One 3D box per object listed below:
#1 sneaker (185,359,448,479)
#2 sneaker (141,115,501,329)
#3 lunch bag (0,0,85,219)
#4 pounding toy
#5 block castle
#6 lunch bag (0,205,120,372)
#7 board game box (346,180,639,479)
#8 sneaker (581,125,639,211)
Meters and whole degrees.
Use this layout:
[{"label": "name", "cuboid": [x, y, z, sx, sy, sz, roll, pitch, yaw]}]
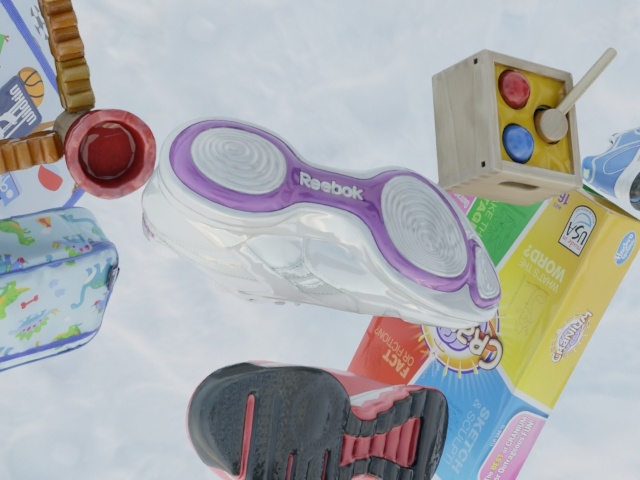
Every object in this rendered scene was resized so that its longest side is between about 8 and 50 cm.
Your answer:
[{"label": "sneaker", "cuboid": [-0.024, 0.159, 1.093, 0.136, 0.314, 0.116, 9, 85, 38]}, {"label": "sneaker", "cuboid": [0.000, 0.000, 1.050, 0.305, 0.152, 0.114, 22, 54, -14]}, {"label": "lunch bag", "cuboid": [-0.437, -0.187, 1.607, 0.239, 0.385, 0.328, -18, 125, 8]}, {"label": "pounding toy", "cuboid": [0.186, -0.109, 1.156, 0.141, 0.100, 0.130, 8, 72, -35]}, {"label": "block castle", "cuboid": [-0.394, -0.143, 1.146, 0.453, 0.213, 0.303, -16, 109, -19]}, {"label": "lunch bag", "cuboid": [-0.325, 0.061, 1.369, 0.090, 0.219, 0.176, 50, 134, 29]}, {"label": "board game box", "cuboid": [0.168, 0.069, 1.323, 0.064, 0.242, 0.316, 16, 106, -35]}, {"label": "sneaker", "cuboid": [0.365, -0.104, 1.452, 0.081, 0.211, 0.080, 21, 121, 29]}]
